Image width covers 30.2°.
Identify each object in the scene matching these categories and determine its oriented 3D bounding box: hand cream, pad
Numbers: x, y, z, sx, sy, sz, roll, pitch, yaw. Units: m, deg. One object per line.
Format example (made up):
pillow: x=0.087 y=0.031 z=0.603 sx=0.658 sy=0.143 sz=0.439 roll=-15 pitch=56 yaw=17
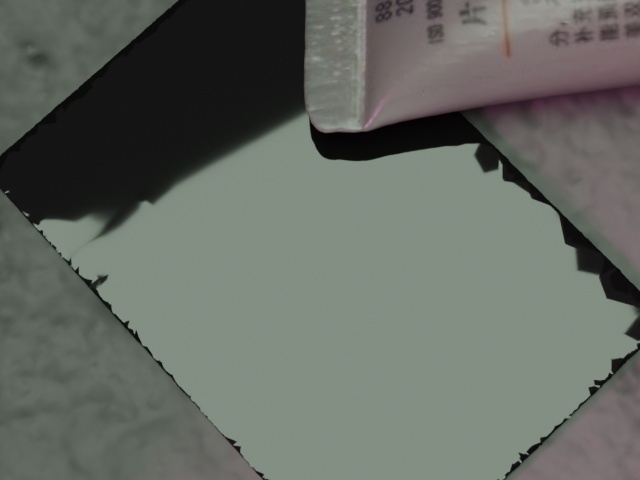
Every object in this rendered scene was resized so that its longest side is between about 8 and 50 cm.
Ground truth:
hand cream: x=0.145 y=-0.112 z=0.475 sx=0.314 sy=0.089 sz=0.140 roll=1 pitch=77 yaw=7
pad: x=0.000 y=0.000 z=0.496 sx=0.170 sy=0.006 sz=0.245 roll=-43 pitch=79 yaw=-6
